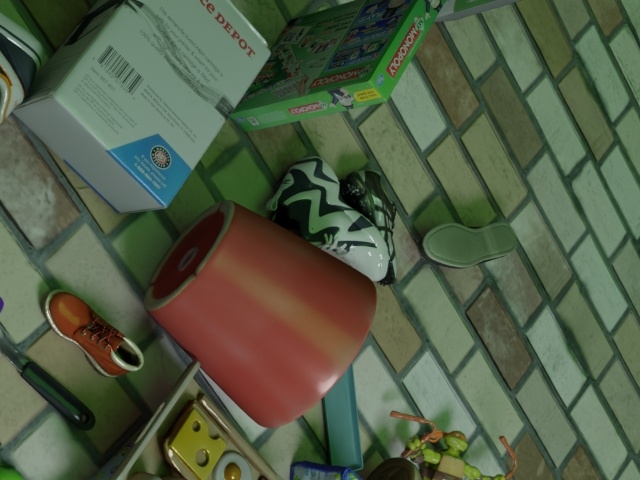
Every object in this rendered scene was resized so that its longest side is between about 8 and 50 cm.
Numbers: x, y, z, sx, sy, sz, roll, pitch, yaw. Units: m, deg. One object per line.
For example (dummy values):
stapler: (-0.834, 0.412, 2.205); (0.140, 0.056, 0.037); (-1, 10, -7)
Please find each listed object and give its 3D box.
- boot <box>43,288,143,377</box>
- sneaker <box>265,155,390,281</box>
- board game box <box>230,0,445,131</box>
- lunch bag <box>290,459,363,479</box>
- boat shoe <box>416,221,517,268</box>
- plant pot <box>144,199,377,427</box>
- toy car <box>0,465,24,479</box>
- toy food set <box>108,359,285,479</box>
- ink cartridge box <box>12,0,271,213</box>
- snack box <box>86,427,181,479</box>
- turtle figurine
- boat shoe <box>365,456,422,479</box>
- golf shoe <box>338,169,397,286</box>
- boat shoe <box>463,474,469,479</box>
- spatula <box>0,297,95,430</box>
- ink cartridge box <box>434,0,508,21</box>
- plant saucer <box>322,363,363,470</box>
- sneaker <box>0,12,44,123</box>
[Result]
boot: (-0.304, 0.123, 1.658); (0.158, 0.085, 0.059); (49, 59, -24)
sneaker: (0.000, 0.000, 1.922); (0.153, 0.094, 0.235); (-45, 114, -32)
board game box: (0.021, -0.271, 1.817); (0.046, 0.317, 0.213); (45, 60, -29)
lunch bag: (0.021, 0.412, 1.877); (0.096, 0.129, 0.151); (-24, 102, -40)
boat shoe: (0.247, 0.013, 2.146); (0.228, 0.069, 0.081); (-4, 77, -41)
plant pot: (-0.098, 0.090, 1.737); (0.243, 0.275, 0.275); (38, 62, -20)
toy car: (-0.410, 0.402, 1.559); (0.239, 0.053, 0.224); (12, 78, -39)
toy food set: (-0.139, 0.343, 1.682); (0.306, 0.092, 0.219); (53, 50, -27)
ink cartridge box: (-0.242, -0.225, 1.711); (0.223, 0.129, 0.307); (46, 59, -27)
snack box: (-0.253, 0.389, 1.684); (0.207, 0.070, 0.174); (-42, 113, -34)
turtle figurine: (0.196, 0.404, 2.056); (0.270, 0.087, 0.217); (26, 74, -25)
boat shoe: (0.102, 0.516, 1.953); (0.110, 0.122, 0.341); (22, 82, -42)
golf shoe: (0.099, -0.025, 2.020); (0.094, 0.077, 0.198); (-28, 105, -39)
boat shoe: (0.230, 0.431, 2.120); (0.035, 0.035, 0.100); (28, 70, -6)
spatula: (-0.399, 0.151, 1.607); (0.296, 0.030, 0.084); (49, 55, -26)
ink cartridge box: (0.241, -0.532, 2.105); (0.117, 0.201, 0.278); (-15, 95, -41)
plant saucer: (0.030, 0.278, 1.971); (0.067, 0.018, 0.192); (-6, 90, -41)
sneaker: (-0.489, -0.261, 1.507); (0.321, 0.126, 0.127); (34, 60, -35)
